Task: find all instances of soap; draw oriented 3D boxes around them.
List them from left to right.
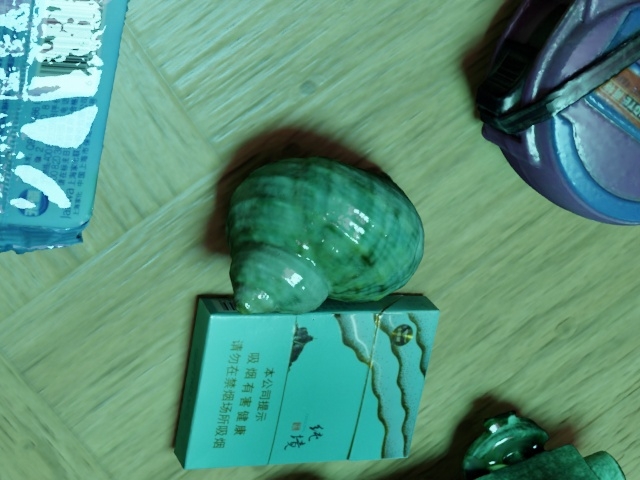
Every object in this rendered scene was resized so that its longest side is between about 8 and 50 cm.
[{"bbox_3d":[-0.238,-0.130,1.483,0.156,0.077,0.293,4,113,-24],"label":"soap"}]

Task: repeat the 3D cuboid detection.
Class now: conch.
[{"bbox_3d":[0.004,0.001,1.631,0.188,0.122,0.176,-12,144,-13],"label":"conch"}]

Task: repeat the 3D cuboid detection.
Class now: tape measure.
[{"bbox_3d":[0.265,-0.141,1.661,0.231,0.149,0.245,35,91,-30],"label":"tape measure"}]

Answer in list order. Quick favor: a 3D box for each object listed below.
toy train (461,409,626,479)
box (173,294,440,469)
[{"bbox_3d":[0.111,0.328,1.808,0.397,0.160,0.253,-19,135,-17],"label":"toy train"},{"bbox_3d":[-0.012,0.129,1.732,0.229,0.041,0.162,0,115,-24],"label":"box"}]
